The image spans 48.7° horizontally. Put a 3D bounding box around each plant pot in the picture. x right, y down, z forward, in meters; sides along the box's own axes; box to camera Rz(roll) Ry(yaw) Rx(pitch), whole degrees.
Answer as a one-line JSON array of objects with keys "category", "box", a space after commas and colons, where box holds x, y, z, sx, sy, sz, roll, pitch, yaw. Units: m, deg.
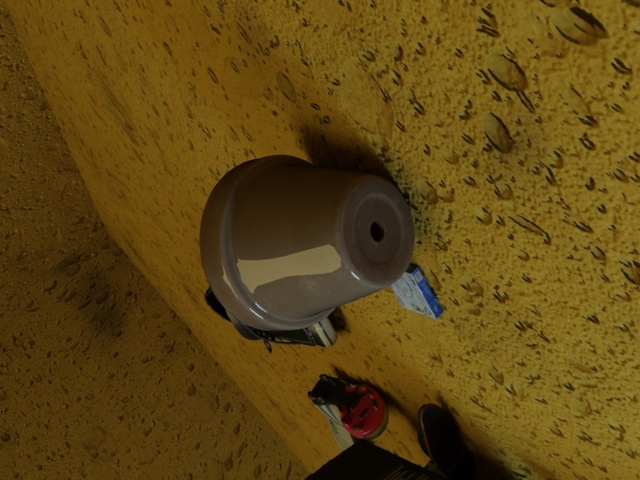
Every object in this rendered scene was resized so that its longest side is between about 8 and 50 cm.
[{"category": "plant pot", "box": [0.000, 0.000, 0.989, 0.229, 0.263, 0.263, -5, 123, 48]}]

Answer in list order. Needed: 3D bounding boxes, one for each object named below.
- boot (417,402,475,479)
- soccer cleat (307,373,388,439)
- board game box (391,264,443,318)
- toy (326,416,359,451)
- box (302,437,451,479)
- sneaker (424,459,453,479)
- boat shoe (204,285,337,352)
[{"category": "boot", "box": [0.216, 0.384, 1.386, 0.106, 0.082, 0.219, 19, 145, 53]}, {"category": "soccer cleat", "box": [0.094, 0.407, 1.693, 0.143, 0.116, 0.331, 42, 167, -22]}, {"category": "board game box", "box": [0.139, 0.073, 1.095, 0.090, 0.020, 0.090, 14, 139, 59]}, {"category": "toy", "box": [0.069, 0.523, 2.005, 0.137, 0.056, 0.237, 25, 143, 59]}, {"category": "box", "box": [0.188, 0.707, 1.350, 0.472, 0.297, 0.479, 2, 118, 57]}, {"category": "sneaker", "box": [0.298, 0.575, 1.540, 0.132, 0.086, 0.228, 28, 150, 43]}, {"category": "boat shoe", "box": [-0.127, 0.166, 1.662, 0.500, 0.156, 0.186, 17, 139, 56]}]
